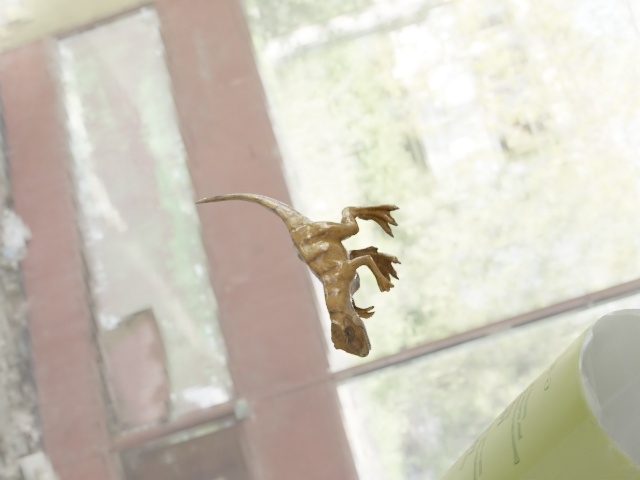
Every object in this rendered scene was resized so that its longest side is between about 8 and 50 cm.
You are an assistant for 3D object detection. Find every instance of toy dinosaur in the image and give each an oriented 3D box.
[{"bbox_3d":[0.000,0.000,1.079,0.211,0.112,0.064,52,-41,43],"label":"toy dinosaur"}]

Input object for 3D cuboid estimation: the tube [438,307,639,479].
[{"bbox_3d":[0.053,0.109,0.498,0.240,0.070,0.062,125,-40,-48],"label":"tube"}]
